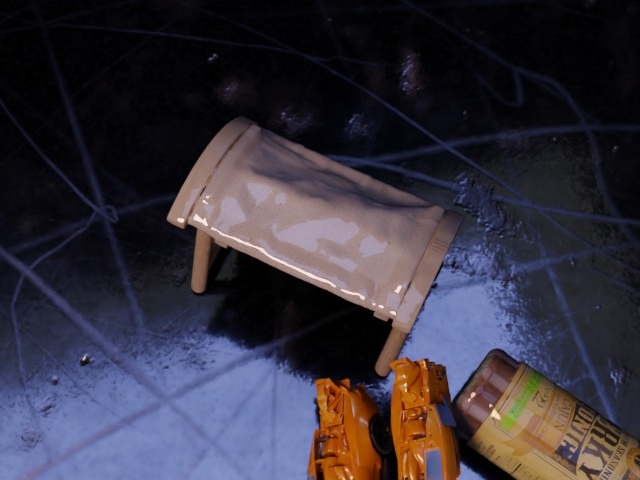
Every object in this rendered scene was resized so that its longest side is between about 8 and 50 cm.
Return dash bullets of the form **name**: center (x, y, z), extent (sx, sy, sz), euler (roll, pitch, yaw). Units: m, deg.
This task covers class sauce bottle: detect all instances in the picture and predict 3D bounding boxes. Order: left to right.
- **sauce bottle**: center (0.297, 0.247, 1.142), extent (0.344, 0.111, 0.111), euler (33, 74, 8)

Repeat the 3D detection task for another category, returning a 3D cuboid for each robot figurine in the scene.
- **robot figurine**: center (0.065, 0.275, 1.100), extent (0.211, 0.085, 0.291), euler (-20, 59, 34)

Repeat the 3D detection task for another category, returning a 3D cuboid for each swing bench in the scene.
- **swing bench**: center (0.000, 0.000, 1.137), extent (0.253, 0.254, 0.165), euler (25, 73, 6)
